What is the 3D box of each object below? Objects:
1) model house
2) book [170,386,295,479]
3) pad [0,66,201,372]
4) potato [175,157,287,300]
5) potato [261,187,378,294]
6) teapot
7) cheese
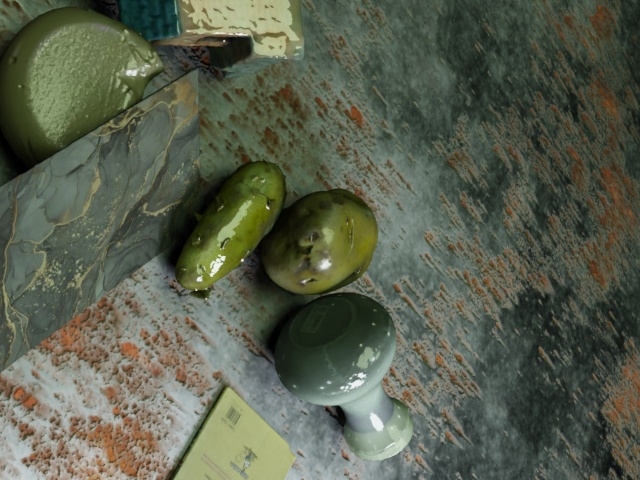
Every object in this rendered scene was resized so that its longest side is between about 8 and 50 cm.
[{"bbox_3d":[-0.211,-0.349,1.270,0.325,0.194,0.267,-6,93,-32],"label":"model house"},{"bbox_3d":[-0.123,0.327,1.366,0.168,0.013,0.192,50,53,-29],"label":"book"},{"bbox_3d":[-0.262,-0.027,1.177,0.367,0.007,0.247,-41,148,-41],"label":"pad"},{"bbox_3d":[-0.120,-0.021,1.348,0.225,0.090,0.117,-55,162,-30],"label":"potato"},{"bbox_3d":[0.003,0.004,1.431,0.137,0.154,0.200,66,24,5],"label":"potato"},{"bbox_3d":[0.046,0.206,1.455,0.183,0.183,0.251,-54,133,-35],"label":"teapot"},{"bbox_3d":[-0.294,-0.166,1.169,0.175,0.091,0.202,23,77,-14],"label":"cheese"}]
